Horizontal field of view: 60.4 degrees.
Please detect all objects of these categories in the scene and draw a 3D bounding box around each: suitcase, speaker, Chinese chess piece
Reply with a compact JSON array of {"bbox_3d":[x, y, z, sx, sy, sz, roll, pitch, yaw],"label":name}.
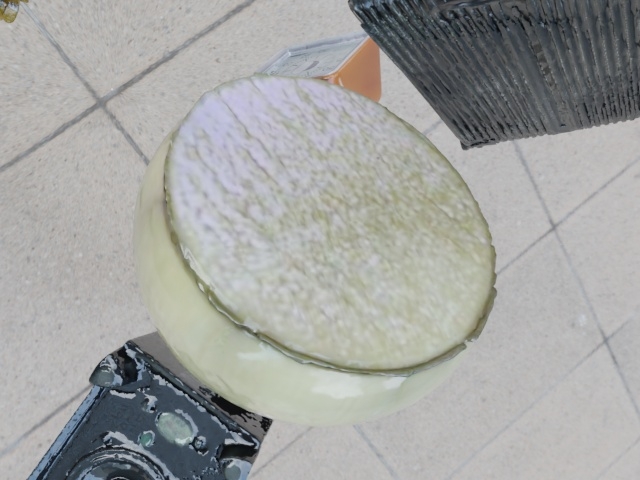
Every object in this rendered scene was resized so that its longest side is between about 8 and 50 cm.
[{"bbox_3d":[0.184,-0.210,0.476,0.335,0.230,0.152,20,68,-58],"label":"suitcase"},{"bbox_3d":[-0.182,0.238,0.616,0.184,0.254,0.232,34,89,4],"label":"speaker"},{"bbox_3d":[0.000,0.000,0.416,0.270,0.270,0.112,9,144,-23],"label":"Chinese chess piece"}]

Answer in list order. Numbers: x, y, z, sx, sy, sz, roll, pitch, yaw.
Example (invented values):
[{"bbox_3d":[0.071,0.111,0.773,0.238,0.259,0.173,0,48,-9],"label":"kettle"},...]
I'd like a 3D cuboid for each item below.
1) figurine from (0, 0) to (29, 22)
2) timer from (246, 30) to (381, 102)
[{"bbox_3d":[-0.606,-0.466,1.020,0.121,0.122,0.176,0,71,-26],"label":"figurine"},{"bbox_3d":[-0.023,-0.334,1.163,0.250,0.257,0.161,-38,122,-52],"label":"timer"}]
